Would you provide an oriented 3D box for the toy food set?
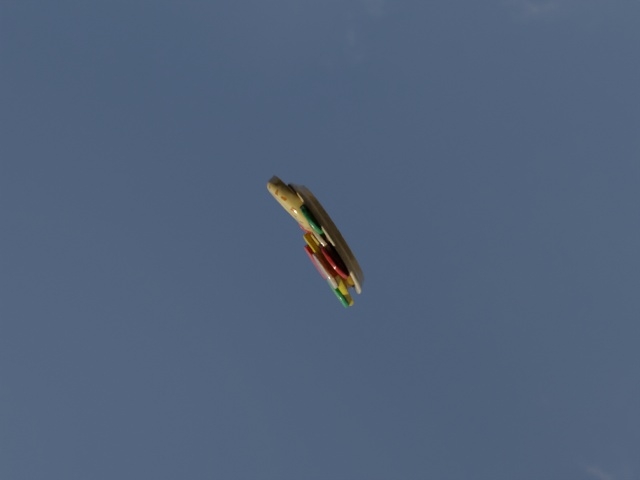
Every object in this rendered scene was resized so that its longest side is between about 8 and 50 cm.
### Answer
[{"bbox_3d":[0.000,0.000,0.825,0.020,0.083,0.082,-33,-129,-5],"label":"toy food set"}]
